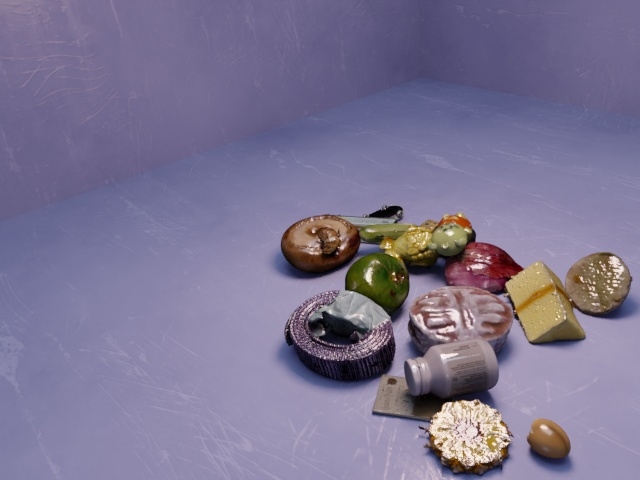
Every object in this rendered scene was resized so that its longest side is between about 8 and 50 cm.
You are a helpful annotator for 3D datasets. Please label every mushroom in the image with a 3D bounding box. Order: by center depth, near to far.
[{"bbox_3d":[0.004,0.014,2.170,0.297,0.163,0.278,-17,22,-18],"label":"mushroom"}]

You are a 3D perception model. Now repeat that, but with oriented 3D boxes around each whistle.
[{"bbox_3d":[0.444,-0.028,2.007,0.131,0.106,0.288,-8,19,28],"label":"whistle"}]

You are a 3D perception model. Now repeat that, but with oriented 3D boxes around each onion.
[{"bbox_3d":[0.553,0.078,1.982,0.284,0.120,0.227,1,35,13],"label":"onion"}]

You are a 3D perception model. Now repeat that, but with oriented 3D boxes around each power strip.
[{"bbox_3d":[0.355,-0.009,2.249,0.064,0.044,0.305,21,39,41],"label":"power strip"}]

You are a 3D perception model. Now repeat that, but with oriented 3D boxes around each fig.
[{"bbox_3d":[0.156,0.161,1.909,0.203,0.235,0.203,13,57,-22],"label":"fig"}]

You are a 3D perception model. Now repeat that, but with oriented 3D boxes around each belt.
[{"bbox_3d":[0.062,0.267,1.723,0.325,0.122,0.260,16,47,35],"label":"belt"}]

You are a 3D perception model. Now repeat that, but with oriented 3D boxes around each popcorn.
[{"bbox_3d":[0.311,0.029,2.086,0.195,0.173,0.168,-23,-5,20],"label":"popcorn"}]

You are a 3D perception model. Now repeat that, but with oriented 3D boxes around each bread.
[{"bbox_3d":[0.672,0.183,1.779,0.178,0.141,0.266,4,40,-8],"label":"bread"}]

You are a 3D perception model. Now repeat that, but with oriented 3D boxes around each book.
[{"bbox_3d":[0.243,0.409,1.559,0.199,0.016,0.138,4,31,17],"label":"book"}]

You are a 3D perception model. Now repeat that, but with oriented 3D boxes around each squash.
[{"bbox_3d":[0.254,-0.027,2.175,0.239,0.069,0.069,-3,28,-15],"label":"squash"}]

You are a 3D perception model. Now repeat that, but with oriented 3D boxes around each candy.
[{"bbox_3d":[0.390,0.235,1.698,0.290,0.157,0.214,-1,43,-3],"label":"candy"}]

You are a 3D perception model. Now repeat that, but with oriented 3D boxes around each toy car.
[{"bbox_3d":[0.252,-0.091,2.402,0.205,0.056,0.095,-25,34,-36],"label":"toy car"}]

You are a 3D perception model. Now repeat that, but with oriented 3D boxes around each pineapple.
[{"bbox_3d":[0.342,0.455,1.412,0.221,0.047,0.221,-3,35,2],"label":"pineapple"}]

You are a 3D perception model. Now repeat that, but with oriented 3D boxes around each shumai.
[{"bbox_3d":[0.852,0.137,1.829,0.120,0.201,0.201,23,5,-43],"label":"shumai"}]

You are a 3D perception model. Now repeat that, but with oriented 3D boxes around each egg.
[{"bbox_3d":[0.520,0.451,1.364,0.096,0.080,0.080,17,37,40],"label":"egg"}]

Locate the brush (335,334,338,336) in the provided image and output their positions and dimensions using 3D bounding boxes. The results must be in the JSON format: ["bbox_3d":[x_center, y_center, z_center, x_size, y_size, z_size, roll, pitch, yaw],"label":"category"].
[{"bbox_3d":[0.034,0.273,1.848,0.016,0.013,0.084,-28,34,-29],"label":"brush"}]

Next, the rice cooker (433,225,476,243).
[{"bbox_3d":[0.475,-0.003,2.157,0.165,0.106,0.112,5,32,-4],"label":"rice cooker"}]

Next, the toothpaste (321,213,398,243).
[{"bbox_3d":[0.145,-0.044,2.312,0.313,0.089,0.071,4,24,20],"label":"toothpaste"}]

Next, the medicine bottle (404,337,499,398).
[{"bbox_3d":[0.328,0.330,1.527,0.215,0.135,0.135,-10,29,-8],"label":"medicine bottle"}]
